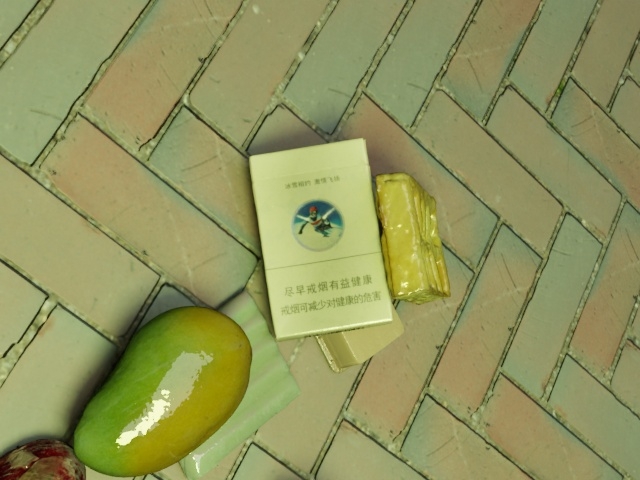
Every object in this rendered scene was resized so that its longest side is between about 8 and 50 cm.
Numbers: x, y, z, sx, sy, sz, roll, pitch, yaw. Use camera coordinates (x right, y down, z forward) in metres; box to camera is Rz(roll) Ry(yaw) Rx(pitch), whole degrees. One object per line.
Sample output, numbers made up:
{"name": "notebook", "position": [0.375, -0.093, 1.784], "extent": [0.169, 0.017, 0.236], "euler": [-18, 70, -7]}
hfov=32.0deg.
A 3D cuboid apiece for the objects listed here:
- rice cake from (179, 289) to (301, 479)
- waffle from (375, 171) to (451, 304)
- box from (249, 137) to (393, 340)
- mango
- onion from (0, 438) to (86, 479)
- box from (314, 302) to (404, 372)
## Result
{"name": "rice cake", "position": [-0.132, 0.187, 1.482], "extent": [0.198, 0.037, 0.189], "euler": [-27, 95, -34]}
{"name": "waffle", "position": [0.133, 0.003, 1.588], "extent": [0.274, 0.057, 0.168], "euler": [24, 57, -75]}
{"name": "box", "position": [0.000, 0.000, 1.537], "extent": [0.164, 0.069, 0.257], "euler": [-9, 81, 0]}
{"name": "mango", "position": [-0.186, 0.188, 1.355], "extent": [0.251, 0.114, 0.156], "euler": [-50, 116, -29]}
{"name": "onion", "position": [-0.338, 0.322, 1.279], "extent": [0.151, 0.098, 0.206], "euler": [43, 60, -18]}
{"name": "box", "position": [0.057, 0.127, 1.608], "extent": [0.122, 0.062, 0.089], "euler": [-32, 98, -33]}
